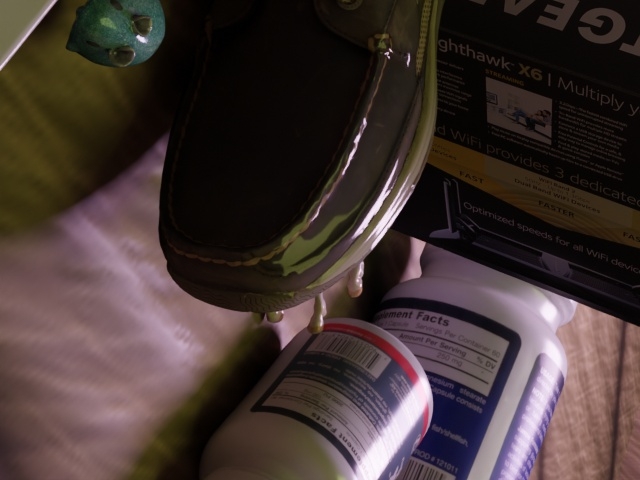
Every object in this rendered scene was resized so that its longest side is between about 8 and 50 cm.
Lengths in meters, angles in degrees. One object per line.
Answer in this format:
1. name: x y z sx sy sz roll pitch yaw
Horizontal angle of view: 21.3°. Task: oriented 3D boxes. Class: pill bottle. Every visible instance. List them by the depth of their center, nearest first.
1. pill bottle: -0.012 0.135 1.036 0.180 0.108 0.108 -48 150 -51
2. pill bottle: 0.093 0.122 1.258 0.153 0.153 0.265 70 41 -62

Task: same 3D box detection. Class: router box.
1. router box: 0.161 -0.057 1.040 0.081 0.308 0.243 -58 158 -26

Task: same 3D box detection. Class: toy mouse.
1. toy mouse: -0.061 -0.116 0.688 0.161 0.031 0.143 -61 -175 -33

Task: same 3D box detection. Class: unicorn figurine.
1. unicorn figurine: 0.000 0.000 1.044 0.162 0.060 0.111 -74 171 -58

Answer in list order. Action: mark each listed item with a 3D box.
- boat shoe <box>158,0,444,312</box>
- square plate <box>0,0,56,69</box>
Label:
1. boat shoe: -0.004 -0.133 0.821 0.130 0.132 0.355 66 35 -50
2. square plate: -0.130 -0.191 0.484 0.344 0.049 0.347 86 28 -50
